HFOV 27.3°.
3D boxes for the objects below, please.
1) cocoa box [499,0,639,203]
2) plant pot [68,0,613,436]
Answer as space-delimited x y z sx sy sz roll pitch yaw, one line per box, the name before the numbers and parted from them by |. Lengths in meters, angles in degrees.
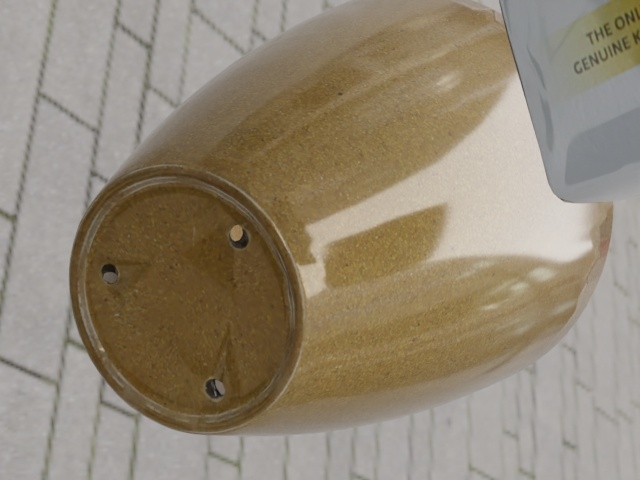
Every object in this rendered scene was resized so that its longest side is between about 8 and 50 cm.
cocoa box | 0.208 -0.170 0.270 0.231 0.347 0.228 -9 81 -33
plant pot | 0.000 0.000 0.656 0.254 0.237 0.237 -26 103 -62
